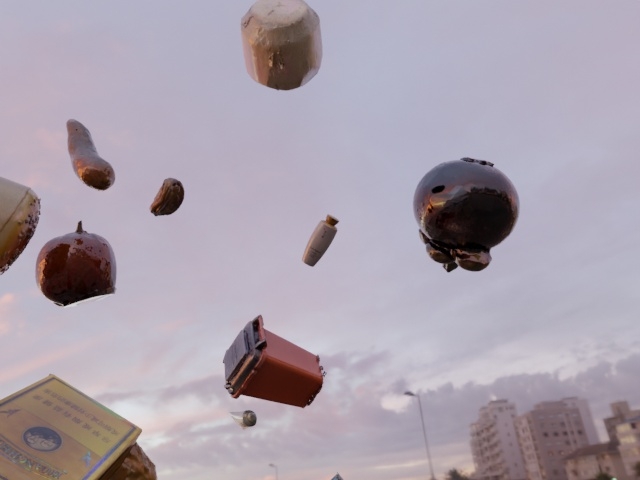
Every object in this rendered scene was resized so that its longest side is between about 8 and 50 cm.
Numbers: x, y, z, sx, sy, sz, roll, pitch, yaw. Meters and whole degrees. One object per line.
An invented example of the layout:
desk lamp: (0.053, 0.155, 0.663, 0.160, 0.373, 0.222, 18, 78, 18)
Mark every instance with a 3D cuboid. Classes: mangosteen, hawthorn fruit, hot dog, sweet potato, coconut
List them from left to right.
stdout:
hawthorn fruit: (-0.693, 0.067, 1.451, 0.215, 0.250, 0.215, 6, 1, 0)
sweet potato: (-0.655, -0.233, 1.418, 0.097, 0.292, 0.097, -29, -31, -20)
hot dog: (-0.515, -0.139, 1.705, 0.147, 0.065, 0.099, -57, -23, 12)
coconut: (-0.094, -0.488, 1.302, 0.224, 0.224, 0.234, -4, -45, -1)
mangosteen: (0.409, -0.064, 1.473, 0.306, 0.347, 0.307, 11, 11, -2)

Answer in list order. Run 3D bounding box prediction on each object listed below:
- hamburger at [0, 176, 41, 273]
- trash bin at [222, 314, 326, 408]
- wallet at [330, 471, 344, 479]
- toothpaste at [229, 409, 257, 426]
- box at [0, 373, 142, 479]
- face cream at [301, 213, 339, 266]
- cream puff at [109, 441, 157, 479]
hamburger: (-0.809, -0.016, 1.233, 0.300, 0.300, 0.176, -26, -55, 34)
trash bin: (-0.114, 0.323, 1.326, 0.238, 0.161, 0.184, 25, -70, -24)
wallet: (-0.012, 0.564, 0.892, 0.250, 0.176, 0.075, -36, -28, -14)
toothpaste: (-0.209, 0.490, 1.393, 0.037, 0.067, 0.255, -40, -3, -27)
box: (-0.408, 0.311, 0.741, 0.192, 0.084, 0.301, 31, -1, 0)
face cream: (0.000, 0.000, 1.694, 0.072, 0.182, 0.051, 30, 9, -1)
cream puff: (-0.482, 0.477, 0.983, 0.327, 0.231, 0.343, 8, -53, 31)
